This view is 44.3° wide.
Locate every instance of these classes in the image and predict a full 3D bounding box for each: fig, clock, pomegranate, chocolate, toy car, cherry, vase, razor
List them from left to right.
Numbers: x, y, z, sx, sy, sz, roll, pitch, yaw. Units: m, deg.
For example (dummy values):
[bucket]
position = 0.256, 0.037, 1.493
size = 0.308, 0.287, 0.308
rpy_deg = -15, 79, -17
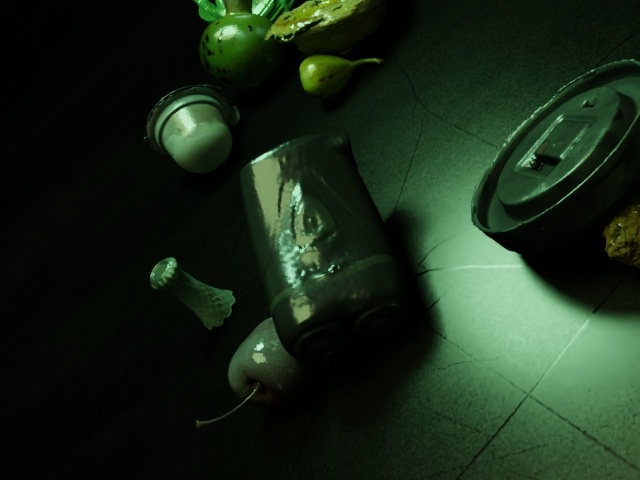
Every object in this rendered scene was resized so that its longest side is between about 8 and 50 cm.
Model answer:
[vase]
position = -0.232, 0.090, 1.399
size = 0.081, 0.149, 0.081
rpy_deg = -30, 39, 28
[chocolate]
position = -0.262, -0.223, 1.738
size = 0.221, 0.221, 0.147
rpy_deg = -42, 63, 12
[toy car]
position = -0.205, -0.612, 1.997
size = 0.213, 0.176, 0.358
rpy_deg = -50, 35, 3
[pomegranate]
position = -0.180, -0.459, 1.781
size = 0.202, 0.202, 0.247
rpy_deg = 17, 115, 53
[cherry]
position = -0.096, 0.192, 1.188
size = 0.188, 0.115, 0.148
rpy_deg = -29, 59, 37
[razor]
position = 0.001, 0.002, 1.173
size = 0.204, 0.113, 0.349
rpy_deg = -19, 56, 2
[fig]
position = 0.041, -0.326, 1.568
size = 0.166, 0.093, 0.093
rpy_deg = 0, 47, 1
[clock]
position = 0.306, -0.103, 0.980
size = 0.280, 0.055, 0.280
rpy_deg = -46, 15, 16

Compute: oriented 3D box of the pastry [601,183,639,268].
[pastry]
position = 0.362, -0.032, 0.904
size = 0.056, 0.080, 0.140
rpy_deg = 120, 165, -50

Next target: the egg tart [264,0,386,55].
[egg tart]
position = 0.028, -0.446, 1.617
size = 0.291, 0.107, 0.291
rpy_deg = -22, 22, 9
